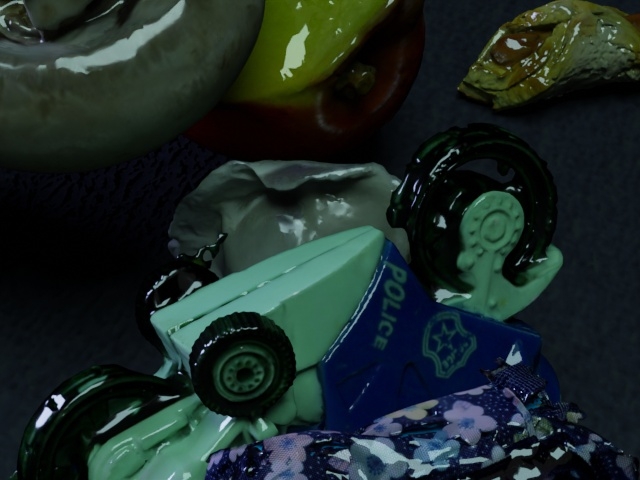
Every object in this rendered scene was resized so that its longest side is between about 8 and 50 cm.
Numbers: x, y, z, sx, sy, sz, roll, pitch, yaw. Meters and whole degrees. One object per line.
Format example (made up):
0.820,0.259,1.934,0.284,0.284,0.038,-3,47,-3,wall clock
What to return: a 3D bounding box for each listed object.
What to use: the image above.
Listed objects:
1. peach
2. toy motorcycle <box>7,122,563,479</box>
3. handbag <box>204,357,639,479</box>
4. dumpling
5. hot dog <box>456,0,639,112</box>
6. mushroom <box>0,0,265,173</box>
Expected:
-0.066,-0.142,0.921,0.267,0.159,0.154,30,78,21,peach
0.003,0.086,0.722,0.331,0.196,0.125,-34,28,-16,toy motorcycle
0.059,0.179,0.624,0.208,0.228,0.127,-12,14,-9,handbag
0.000,0.000,0.823,0.188,0.127,0.108,14,37,13,dumpling
0.177,-0.141,0.994,0.169,0.061,0.078,-13,50,-14,hot dog
-0.144,-0.147,0.767,0.227,0.178,0.226,-4,60,7,mushroom
